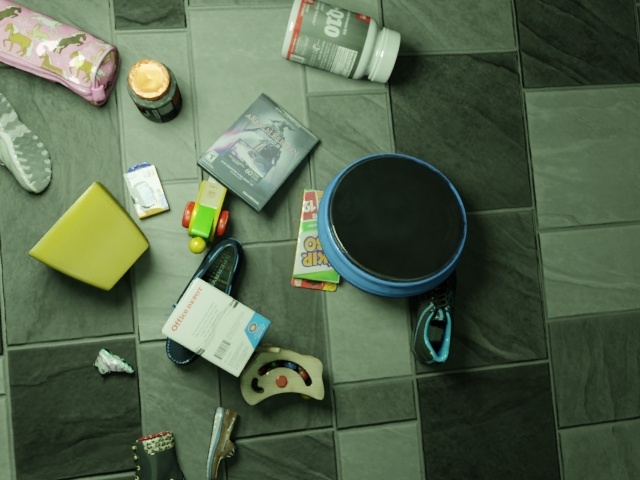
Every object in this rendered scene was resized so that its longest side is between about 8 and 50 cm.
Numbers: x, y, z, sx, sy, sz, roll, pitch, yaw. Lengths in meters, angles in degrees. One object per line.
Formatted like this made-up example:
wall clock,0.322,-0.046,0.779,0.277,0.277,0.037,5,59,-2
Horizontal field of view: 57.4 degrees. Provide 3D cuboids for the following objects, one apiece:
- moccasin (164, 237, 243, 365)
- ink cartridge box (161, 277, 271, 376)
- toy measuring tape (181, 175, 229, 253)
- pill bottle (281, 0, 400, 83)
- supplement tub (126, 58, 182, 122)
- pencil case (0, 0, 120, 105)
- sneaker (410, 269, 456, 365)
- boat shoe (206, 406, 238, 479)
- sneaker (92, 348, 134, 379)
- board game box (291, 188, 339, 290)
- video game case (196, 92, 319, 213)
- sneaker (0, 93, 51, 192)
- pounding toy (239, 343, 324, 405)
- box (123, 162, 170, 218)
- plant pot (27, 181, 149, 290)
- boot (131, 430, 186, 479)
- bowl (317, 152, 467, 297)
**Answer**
moccasin,-0.300,0.146,1.453,0.138,0.117,0.341,20,85,-7
ink cartridge box,-0.242,0.199,1.357,0.203,0.086,0.148,33,79,-7
toy measuring tape,-0.277,-0.108,1.497,0.122,0.121,0.329,14,63,-7
pill bottle,0.053,-0.513,1.514,0.284,0.161,0.161,14,85,-7
supplement tub,-0.405,-0.365,1.428,0.117,0.190,0.116,0,86,-8
pencil case,-0.684,-0.465,1.412,0.386,0.160,0.167,20,93,-7
sneaker,0.309,0.156,1.527,0.125,0.139,0.340,1,85,-5
boat shoe,-0.245,0.515,1.468,0.066,0.066,0.183,9,86,-9
sneaker,-0.519,0.322,1.457,0.098,0.038,0.069,32,85,4
board game box,0.000,0.000,1.547,0.124,0.039,0.259,8,89,-7
video game case,-0.154,-0.228,1.500,0.196,0.026,0.274,39,66,-4
sneaker,-0.770,-0.236,1.436,0.115,0.105,0.281,-27,96,25
pounding toy,-0.116,0.341,1.450,0.270,0.155,0.154,17,80,-7
box,-0.445,-0.131,1.493,0.081,0.028,0.136,-20,92,-8
plant pot,-0.530,0.000,1.397,0.187,0.212,0.212,43,82,-17
boot,-0.451,0.581,1.429,0.237,0.085,0.178,-13,87,-15
bowl,0.187,-0.050,1.492,0.392,0.077,0.390,3,68,-7
